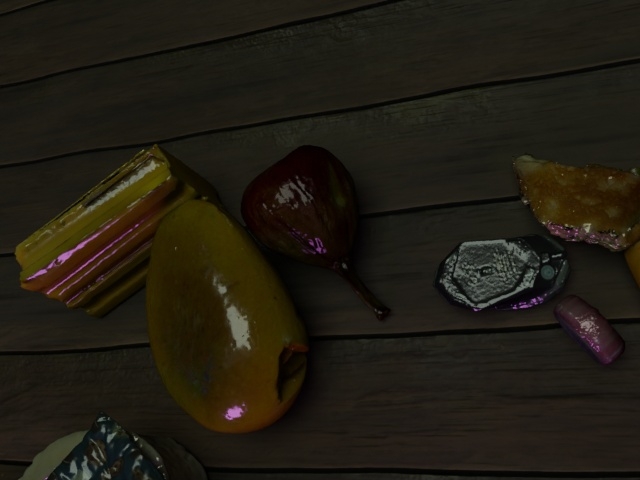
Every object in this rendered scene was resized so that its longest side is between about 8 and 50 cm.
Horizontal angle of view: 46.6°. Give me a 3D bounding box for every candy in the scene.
[{"bbox_3d":[0.355,0.117,0.981,0.043,0.103,0.103,-42,62,5],"label":"candy"}]

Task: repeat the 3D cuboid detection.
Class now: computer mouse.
[{"bbox_3d":[0.258,0.050,1.069,0.192,0.062,0.106,-11,67,13],"label":"computer mouse"}]

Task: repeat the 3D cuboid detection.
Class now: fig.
[{"bbox_3d":[0.020,-0.027,1.151,0.290,0.190,0.191,32,87,12],"label":"fig"}]

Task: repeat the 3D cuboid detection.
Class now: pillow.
[{"bbox_3d":[-0.332,0.396,1.046,0.189,0.034,0.255,35,87,30],"label":"pillow"}]

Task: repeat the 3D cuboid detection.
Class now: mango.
[{"bbox_3d":[-0.155,0.112,1.125,0.253,0.182,0.365,-25,82,30],"label":"mango"}]

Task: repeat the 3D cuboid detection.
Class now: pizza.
[{"bbox_3d":[0.364,-0.051,1.045,0.226,0.069,0.147,9,55,30],"label":"pizza"}]

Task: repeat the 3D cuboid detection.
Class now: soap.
[{"bbox_3d":[-0.334,-0.012,1.264,0.324,0.204,0.096,-35,59,8],"label":"soap"}]

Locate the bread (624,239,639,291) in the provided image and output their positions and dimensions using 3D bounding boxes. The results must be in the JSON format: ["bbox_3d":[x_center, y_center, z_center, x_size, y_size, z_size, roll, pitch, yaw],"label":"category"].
[{"bbox_3d":[0.482,0.063,0.966,0.116,0.077,0.200,-27,63,22],"label":"bread"}]

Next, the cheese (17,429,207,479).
[{"bbox_3d":[-0.321,0.460,1.123,0.292,0.153,0.332,-12,68,19],"label":"cheese"}]
